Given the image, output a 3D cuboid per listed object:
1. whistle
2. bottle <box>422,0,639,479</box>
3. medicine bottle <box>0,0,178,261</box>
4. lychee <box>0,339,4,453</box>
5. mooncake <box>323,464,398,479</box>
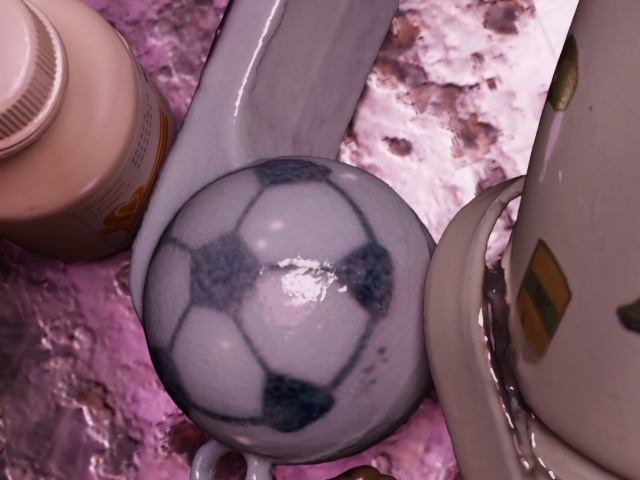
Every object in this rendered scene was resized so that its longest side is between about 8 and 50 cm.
[{"bbox_3d":[0.000,0.000,0.922,0.163,0.163,0.289,20,87,8],"label":"whistle"},{"bbox_3d":[0.171,0.026,0.851,0.229,0.229,0.351,21,122,8],"label":"bottle"},{"bbox_3d":[-0.138,-0.060,0.891,0.114,0.252,0.114,-1,82,5],"label":"medicine bottle"},{"bbox_3d":[-0.325,0.100,0.840,0.380,0.432,0.380,-6,114,-14],"label":"lychee"},{"bbox_3d":[0.126,0.247,0.929,0.347,0.057,0.150,28,63,3],"label":"mooncake"}]
